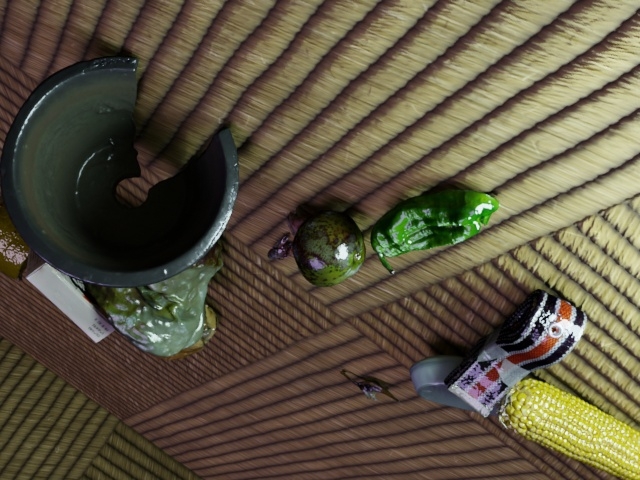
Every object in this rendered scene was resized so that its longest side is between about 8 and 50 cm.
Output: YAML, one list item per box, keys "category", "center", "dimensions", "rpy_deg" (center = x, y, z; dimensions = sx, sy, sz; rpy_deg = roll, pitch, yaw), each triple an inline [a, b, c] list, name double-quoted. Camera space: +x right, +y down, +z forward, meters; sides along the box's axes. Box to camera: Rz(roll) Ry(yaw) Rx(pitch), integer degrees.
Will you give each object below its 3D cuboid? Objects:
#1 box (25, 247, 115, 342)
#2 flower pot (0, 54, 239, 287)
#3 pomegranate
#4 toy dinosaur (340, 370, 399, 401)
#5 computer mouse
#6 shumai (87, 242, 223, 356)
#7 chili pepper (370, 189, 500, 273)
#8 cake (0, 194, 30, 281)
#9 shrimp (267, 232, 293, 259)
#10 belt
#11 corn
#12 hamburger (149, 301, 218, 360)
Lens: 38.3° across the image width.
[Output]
- category: "box"
  center: [-0.530, 0.040, 1.982]
  dimensions: [0.214, 0.069, 0.353]
  rpy_deg: [51, -169, -31]
- category: "flower pot"
  center: [-0.340, -0.093, 1.577]
  dimensions: [0.379, 0.379, 0.251]
  rpy_deg: [35, 170, -5]
- category: "pomegranate"
  center: [0.011, -0.003, 1.550]
  dimensions: [0.125, 0.163, 0.138]
  rpy_deg: [-23, 148, 12]
- category: "toy dinosaur"
  center: [0.117, 0.332, 2.041]
  dimensions: [0.180, 0.037, 0.058]
  rpy_deg: [9, 149, 39]
- category: "computer mouse"
  center: [0.280, 0.270, 1.737]
  dimensions: [0.230, 0.079, 0.128]
  rpy_deg: [17, 153, -7]
- category: "shumai"
  center: [-0.310, 0.047, 1.915]
  dimensions: [0.309, 0.304, 0.263]
  rpy_deg: [43, 118, -6]
- category: "chili pepper"
  center: [0.158, -0.023, 1.386]
  dimensions: [0.100, 0.074, 0.257]
  rpy_deg: [44, 150, -19]
- category: "cake"
  center: [-0.731, -0.010, 2.212]
  dimensions: [0.156, 0.179, 0.260]
  rpy_deg: [37, 151, -7]
- category: "shrimp"
  center: [-0.069, 0.016, 1.733]
  dimensions: [0.038, 0.029, 0.092]
  rpy_deg: [37, 148, -6]
- category: "belt"
  center: [0.316, 0.184, 1.521]
  dimensions: [0.094, 0.126, 0.359]
  rpy_deg: [37, 148, 3]
- category: "corn"
  center: [0.461, 0.336, 1.619]
  dimensions: [0.305, 0.106, 0.106]
  rpy_deg: [24, 152, 6]
- category: "hamburger"
  center: [-0.386, 0.183, 2.214]
  dimensions: [0.259, 0.145, 0.283]
  rpy_deg: [41, 146, -9]
